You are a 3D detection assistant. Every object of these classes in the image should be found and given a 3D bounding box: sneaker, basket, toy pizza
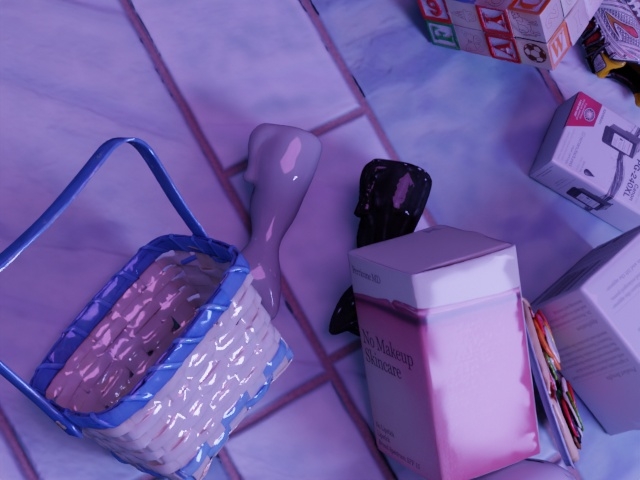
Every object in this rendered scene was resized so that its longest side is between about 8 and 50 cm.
[{"bbox_3d":[0.363,-0.259,1.654,0.225,0.088,0.093,42,71,-1],"label":"sneaker"},{"bbox_3d":[-0.186,0.081,1.276,0.255,0.201,0.289,-49,125,-25],"label":"basket"},{"bbox_3d":[0.253,0.149,1.442,0.032,0.201,0.201,-18,80,9],"label":"toy pizza"}]

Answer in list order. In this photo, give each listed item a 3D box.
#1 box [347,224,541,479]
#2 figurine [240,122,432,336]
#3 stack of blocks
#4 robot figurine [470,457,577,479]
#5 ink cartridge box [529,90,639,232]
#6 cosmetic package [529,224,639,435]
[{"bbox_3d":[0.128,0.116,1.381,0.127,0.148,0.232,-15,105,-23],"label":"box"},{"bbox_3d":[0.000,0.000,1.452,0.215,0.092,0.209,17,74,-14],"label":"figurine"},{"bbox_3d":[0.269,-0.349,1.595,0.171,0.087,0.297,18,60,34],"label":"stack of blocks"},{"bbox_3d":[0.229,0.365,1.374,0.209,0.173,0.278,-19,82,-23],"label":"robot figurine"},{"bbox_3d":[0.346,-0.094,1.611,0.150,0.063,0.109,29,67,-9],"label":"ink cartridge box"},{"bbox_3d":[0.361,0.100,1.512,0.151,0.151,0.183,-38,90,-25],"label":"cosmetic package"}]
